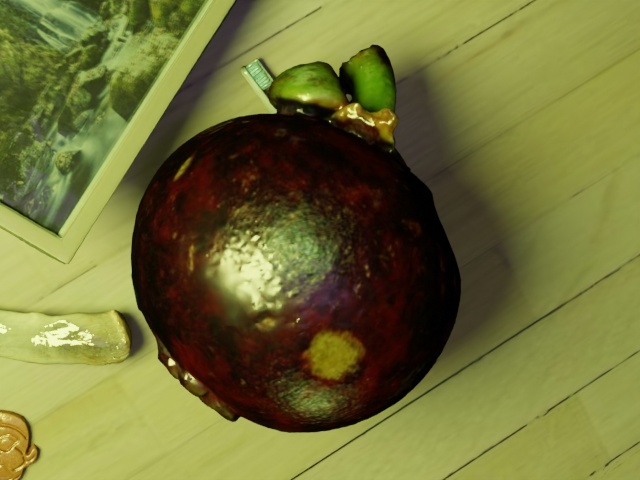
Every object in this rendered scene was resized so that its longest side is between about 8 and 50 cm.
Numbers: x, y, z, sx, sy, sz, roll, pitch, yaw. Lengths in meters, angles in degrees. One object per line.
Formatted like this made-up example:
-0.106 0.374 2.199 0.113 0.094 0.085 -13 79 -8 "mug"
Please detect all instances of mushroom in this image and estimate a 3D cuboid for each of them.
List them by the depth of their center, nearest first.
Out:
-0.294 0.096 0.851 0.202 0.054 0.059 3 94 -8 "mushroom"

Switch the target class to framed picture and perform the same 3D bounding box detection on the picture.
-0.233 -0.175 0.715 0.240 0.020 0.324 35 77 -16 "framed picture"

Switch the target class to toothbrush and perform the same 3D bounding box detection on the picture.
0.004 -0.084 0.894 0.026 0.022 0.263 -37 106 9 "toothbrush"

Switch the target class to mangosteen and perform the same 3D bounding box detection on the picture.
0.000 0.000 0.764 0.306 0.306 0.359 44 82 -16 "mangosteen"

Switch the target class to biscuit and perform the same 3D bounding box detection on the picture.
-0.338 0.223 0.879 0.078 0.015 0.091 8 99 -13 "biscuit"

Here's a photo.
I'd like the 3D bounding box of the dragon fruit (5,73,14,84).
-0.326 -0.154 0.781 0.161 0.127 0.121 -33 83 16 "dragon fruit"
